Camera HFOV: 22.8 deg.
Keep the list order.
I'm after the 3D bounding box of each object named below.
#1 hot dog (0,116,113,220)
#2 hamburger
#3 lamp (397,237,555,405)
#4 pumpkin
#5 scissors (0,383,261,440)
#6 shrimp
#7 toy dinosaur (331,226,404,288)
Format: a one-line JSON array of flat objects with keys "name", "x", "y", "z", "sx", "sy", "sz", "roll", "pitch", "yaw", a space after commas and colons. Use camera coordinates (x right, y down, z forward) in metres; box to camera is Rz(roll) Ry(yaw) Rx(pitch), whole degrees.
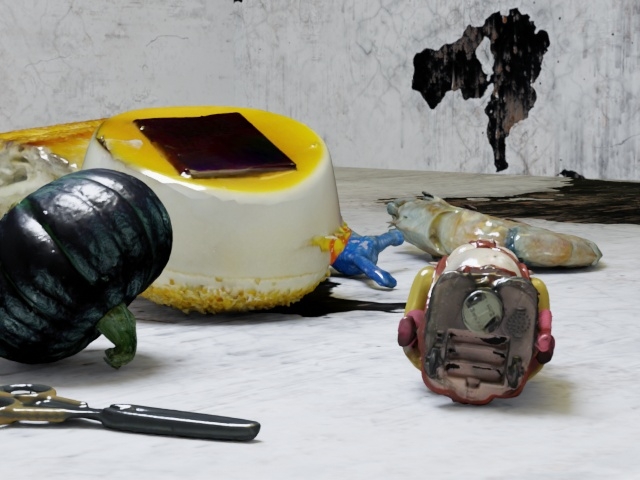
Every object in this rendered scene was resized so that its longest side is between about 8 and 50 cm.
[{"name": "hot dog", "x": -0.278, "y": -0.056, "z": 1.938, "sx": 0.367, "sy": 0.196, "sz": 0.365, "roll": 4, "pitch": 16, "yaw": 37}, {"name": "hamburger", "x": -0.113, "y": -0.026, "z": 1.622, "sx": 0.294, "sy": 0.179, "sz": 0.276, "roll": -7, "pitch": 26, "yaw": -29}, {"name": "lamp", "x": 0.126, "y": 0.055, "z": 1.243, "sx": 0.118, "sy": 0.118, "sz": 0.253, "roll": 1, "pitch": 7, "yaw": 8}, {"name": "pumpkin", "x": -0.206, "y": 0.020, "z": 1.299, "sx": 0.150, "sy": 0.194, "sz": 0.194, "roll": 40, "pitch": -14, "yaw": -26}, {"name": "scissors", "x": -0.141, "y": 0.119, "z": 1.078, "sx": 0.220, "sy": 0.017, "sz": 0.088, "roll": 3, "pitch": 6, "yaw": 23}, {"name": "shrimp", "x": 0.214, "y": -0.008, "z": 2.062, "sx": 0.247, "sy": 0.085, "sz": 0.360, "roll": 7, "pitch": 4, "yaw": -37}, {"name": "toy dinosaur", "x": 0.000, "y": 0.000, "z": 1.879, "sx": 0.247, "sy": 0.075, "sz": 0.188, "roll": 25, "pitch": 10, "yaw": 17}]
